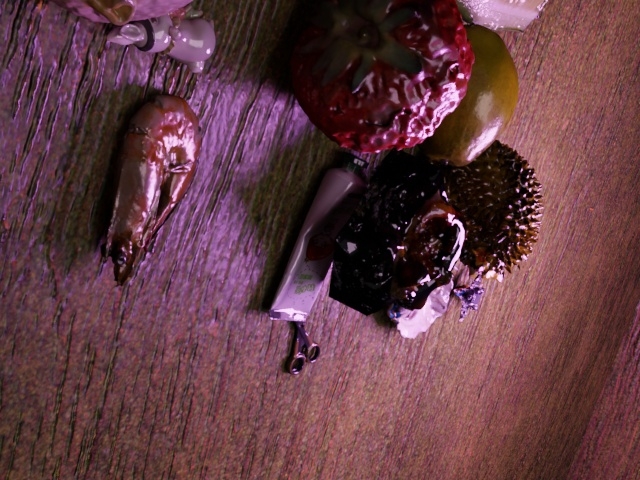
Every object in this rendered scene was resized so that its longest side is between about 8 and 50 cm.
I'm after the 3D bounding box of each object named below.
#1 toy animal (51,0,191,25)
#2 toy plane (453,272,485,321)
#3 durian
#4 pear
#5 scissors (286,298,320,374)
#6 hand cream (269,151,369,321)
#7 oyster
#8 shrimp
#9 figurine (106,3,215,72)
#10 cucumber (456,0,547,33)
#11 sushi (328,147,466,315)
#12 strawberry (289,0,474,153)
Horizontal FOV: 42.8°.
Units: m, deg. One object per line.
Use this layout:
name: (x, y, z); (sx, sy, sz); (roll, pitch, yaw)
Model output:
toy animal: (-0.223, -0.345, 0.931); (0.358, 0.226, 0.188); (-19, 125, -40)
toy plane: (0.351, 0.131, 1.934); (0.135, 0.062, 0.188); (-68, 163, 1)
durian: (0.327, -0.073, 1.656); (0.258, 0.293, 0.258); (-25, 151, -15)
pear: (0.261, -0.273, 1.528); (0.212, 0.212, 0.269); (9, 95, -50)
scissors: (-0.041, 0.167, 1.598); (0.088, 0.017, 0.220); (-30, 130, -31)
hand cream: (0.000, 0.000, 1.508); (0.121, 0.076, 0.336); (10, 107, -52)
oyster: (0.214, 0.123, 1.804); (0.214, 0.083, 0.222); (-22, 132, -35)
shrimp: (-0.250, -0.069, 1.198); (0.154, 0.062, 0.294); (15, 99, -56)
figurine: (-0.220, -0.292, 1.107); (0.146, 0.081, 0.098); (11, 59, -45)
cucumber: (0.321, -0.489, 1.558); (0.325, 0.105, 0.145); (-9, 145, -45)
sushi: (0.153, 0.008, 1.493); (0.227, 0.212, 0.215); (-56, 167, -29)
strawberry: (0.114, -0.267, 1.307); (0.310, 0.292, 0.291); (28, 90, -47)
